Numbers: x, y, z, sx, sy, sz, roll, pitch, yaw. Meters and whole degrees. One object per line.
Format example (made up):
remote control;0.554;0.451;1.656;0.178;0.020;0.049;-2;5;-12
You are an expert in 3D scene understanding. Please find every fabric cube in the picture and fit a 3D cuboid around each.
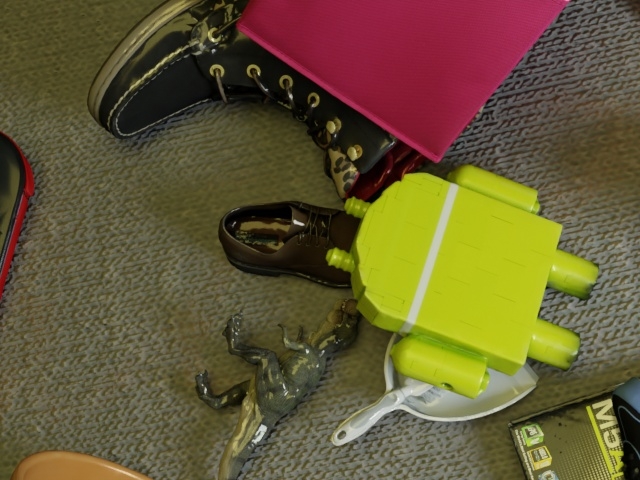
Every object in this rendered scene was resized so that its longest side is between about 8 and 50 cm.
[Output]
fabric cube;0.114;-0.290;1.492;0.254;0.258;0.259;32;50;-2

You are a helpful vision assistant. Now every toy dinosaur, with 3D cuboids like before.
toy dinosaur;-0.068;0.152;1.605;0.118;0.064;0.268;35;87;11

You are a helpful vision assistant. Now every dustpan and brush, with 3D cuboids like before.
dustpan and brush;0.101;0.150;1.569;0.211;0.060;0.147;-37;71;-1

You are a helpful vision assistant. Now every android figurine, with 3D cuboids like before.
android figurine;0.143;0.033;1.555;0.272;0.056;0.248;18;65;-1

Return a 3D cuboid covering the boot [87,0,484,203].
boot;-0.037;-0.159;1.648;0.377;0.138;0.284;-32;70;-8

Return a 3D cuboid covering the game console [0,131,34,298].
game console;-0.537;0.013;1.738;0.386;0.060;0.342;11;76;15

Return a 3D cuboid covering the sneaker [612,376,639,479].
sneaker;0.323;0.247;1.441;0.090;0.081;0.232;-25;74;-5

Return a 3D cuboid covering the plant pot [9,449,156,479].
plant pot;-0.209;0.368;1.472;0.291;0.291;0.203;32;99;18

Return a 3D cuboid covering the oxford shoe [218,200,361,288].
oxford shoe;0.000;0.000;1.614;0.227;0.096;0.083;-1;70;8

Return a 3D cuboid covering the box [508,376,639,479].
box;0.303;0.242;1.511;0.184;0.045;0.191;-19;72;7
